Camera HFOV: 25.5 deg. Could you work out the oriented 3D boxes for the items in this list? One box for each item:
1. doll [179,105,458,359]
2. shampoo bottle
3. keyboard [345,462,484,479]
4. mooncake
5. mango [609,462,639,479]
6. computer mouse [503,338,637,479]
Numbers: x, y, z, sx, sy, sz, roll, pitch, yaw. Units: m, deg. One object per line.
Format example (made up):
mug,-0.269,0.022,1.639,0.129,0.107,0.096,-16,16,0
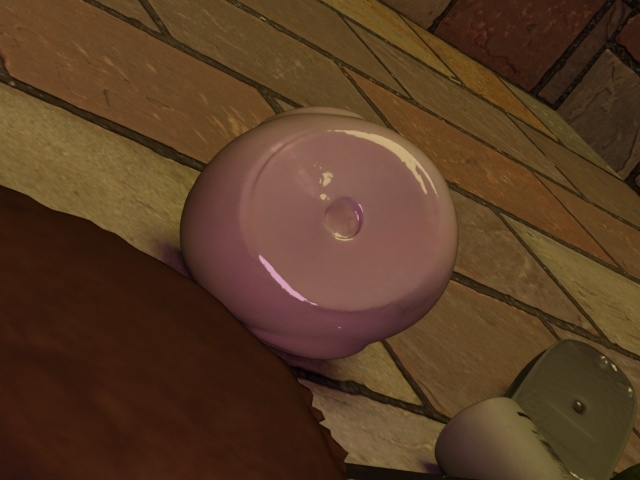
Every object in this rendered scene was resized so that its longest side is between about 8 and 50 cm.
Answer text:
doll,0.000,0.000,1.211,0.251,0.221,0.221,2,30,-18
shampoo bottle,0.187,0.240,1.105,0.085,0.085,0.262,22,24,-44
keyboard,0.196,0.206,1.034,0.381,0.041,0.103,3,22,-6
mooncake,-0.149,0.110,0.557,0.324,0.187,0.324,33,17,-11
mango,0.325,0.239,1.181,0.156,0.251,0.114,37,59,-4
computer mouse,0.242,0.180,1.404,0.128,0.079,0.231,39,32,9
